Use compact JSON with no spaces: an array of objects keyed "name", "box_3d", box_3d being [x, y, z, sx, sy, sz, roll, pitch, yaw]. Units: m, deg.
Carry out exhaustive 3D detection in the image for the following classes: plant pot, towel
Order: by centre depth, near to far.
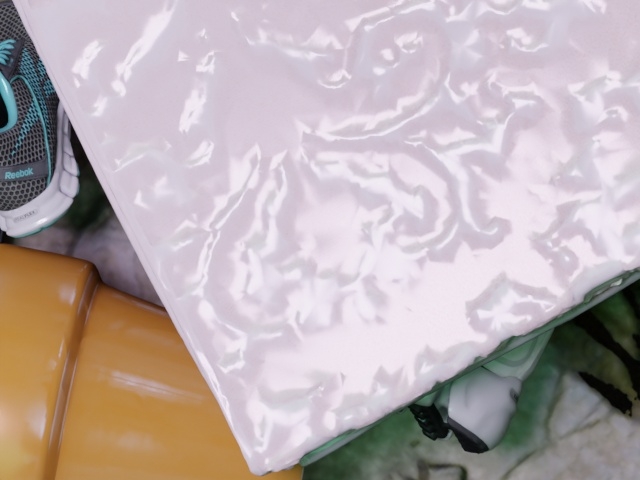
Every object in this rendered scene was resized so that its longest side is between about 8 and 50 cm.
[{"name":"towel","box_3d":[0.041,-0.090,0.912,0.332,0.053,0.317,-29,78,8]},{"name":"plant pot","box_3d":[-0.105,0.118,0.997,0.188,0.205,0.205,10,101,-3]}]

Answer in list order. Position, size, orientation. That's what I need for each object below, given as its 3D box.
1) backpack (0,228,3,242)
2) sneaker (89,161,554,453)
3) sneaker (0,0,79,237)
[{"name":"backpack","box_3d":[-0.304,0.003,0.996,0.213,0.276,0.263,12,94,6]},{"name":"sneaker","box_3d":[0.000,0.000,0.999,0.292,0.110,0.118,31,81,14]},{"name":"sneaker","box_3d":[-0.176,-0.085,1.001,0.065,0.076,0.166,-25,49,14]}]
